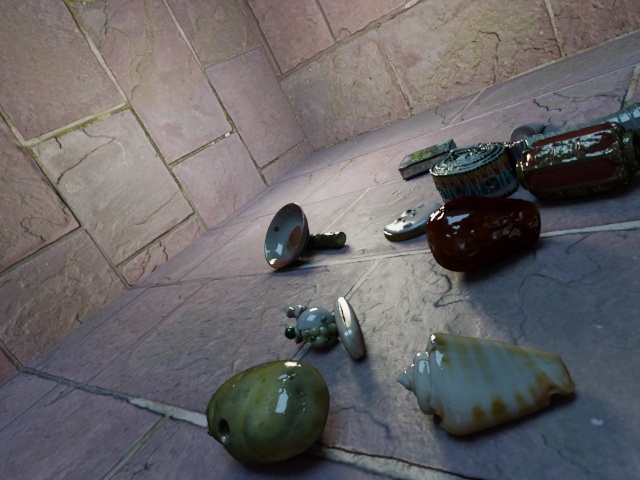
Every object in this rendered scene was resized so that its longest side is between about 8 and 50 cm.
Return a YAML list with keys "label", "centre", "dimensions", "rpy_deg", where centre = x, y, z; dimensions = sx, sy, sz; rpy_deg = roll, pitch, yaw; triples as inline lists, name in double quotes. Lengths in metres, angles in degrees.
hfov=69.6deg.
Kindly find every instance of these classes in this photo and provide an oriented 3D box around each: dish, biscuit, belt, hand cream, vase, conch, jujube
- label: "dish"
  centre: [-0.112, -0.009, 1.778]
  dimensions: [0.260, 0.085, 0.261]
  rpy_deg: [-27, 54, 44]
- label: "biscuit"
  centre: [0.297, -0.065, 1.503]
  dimensions: [0.208, 0.049, 0.181]
  rpy_deg: [-11, 24, 39]
- label: "belt"
  centre: [0.488, -0.223, 1.467]
  dimensions: [0.206, 0.161, 0.295]
  rpy_deg: [-35, 19, -20]
- label: "hand cream"
  centre: [0.760, -0.399, 1.703]
  dimensions: [0.133, 0.083, 0.248]
  rpy_deg: [-14, 13, 31]
- label: "vase"
  centre: [0.746, -0.284, 1.301]
  dimensions: [0.298, 0.143, 0.143]
  rpy_deg: [-18, 20, 21]
- label: "conch"
  centre: [0.241, 0.202, 0.724]
  dimensions: [0.255, 0.127, 0.158]
  rpy_deg: [-22, 18, 18]
- label: "jujube"
  centre: [0.382, -0.021, 1.092]
  dimensions: [0.255, 0.190, 0.190]
  rpy_deg: [-7, 22, 9]

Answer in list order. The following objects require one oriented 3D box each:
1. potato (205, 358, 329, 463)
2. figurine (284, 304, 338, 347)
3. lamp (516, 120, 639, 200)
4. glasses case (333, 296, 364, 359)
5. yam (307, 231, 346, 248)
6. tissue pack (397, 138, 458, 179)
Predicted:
- label: "potato"
  centre: [-0.106, 0.326, 0.884]
  dimensions: [0.296, 0.141, 0.192]
  rpy_deg: [-14, 39, 36]
- label: "figurine"
  centre: [-0.026, 0.212, 1.160]
  dimensions: [0.147, 0.094, 0.197]
  rpy_deg: [-12, 2, -25]
- label: "lamp"
  centre: [0.645, -0.193, 1.160]
  dimensions: [0.273, 0.177, 0.177]
  rpy_deg: [-6, 28, 45]
- label: "glasses case"
  centre: [0.065, 0.199, 1.071]
  dimensions: [0.051, 0.081, 0.204]
  rpy_deg: [-25, 20, 4]
- label: "yam"
  centre: [0.000, 0.000, 1.745]
  dimensions: [0.061, 0.061, 0.252]
  rpy_deg: [-40, 21, -33]
- label: "tissue pack"
  centre: [0.466, -0.354, 1.999]
  dimensions: [0.235, 0.073, 0.173]
  rpy_deg: [-18, 20, 29]
